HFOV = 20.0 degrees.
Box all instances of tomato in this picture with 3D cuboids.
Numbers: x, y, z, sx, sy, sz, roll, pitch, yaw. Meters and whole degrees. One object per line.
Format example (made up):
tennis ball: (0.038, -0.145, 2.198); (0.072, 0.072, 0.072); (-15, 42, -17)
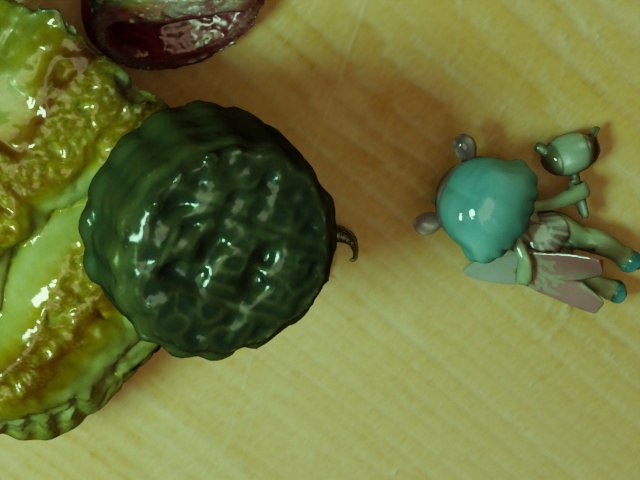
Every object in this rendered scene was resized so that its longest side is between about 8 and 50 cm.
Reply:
tomato: (-0.144, -0.261, 1.761); (0.173, 0.099, 0.189); (3, 144, -24)

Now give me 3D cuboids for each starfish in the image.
starfish: (0.000, 0.000, 1.878); (0.078, 0.028, 0.091); (-5, 107, -2)

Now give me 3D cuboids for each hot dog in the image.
hot dog: (-0.279, 0.004, 1.746); (0.367, 0.196, 0.365); (40, 83, -22)

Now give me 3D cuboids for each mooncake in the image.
mooncake: (-0.098, -0.005, 1.650); (0.228, 0.124, 0.228); (-10, 113, -24)

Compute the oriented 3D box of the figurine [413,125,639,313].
figurine: (0.237, -0.025, 1.872); (0.260, 0.103, 0.205); (27, 100, -24)
